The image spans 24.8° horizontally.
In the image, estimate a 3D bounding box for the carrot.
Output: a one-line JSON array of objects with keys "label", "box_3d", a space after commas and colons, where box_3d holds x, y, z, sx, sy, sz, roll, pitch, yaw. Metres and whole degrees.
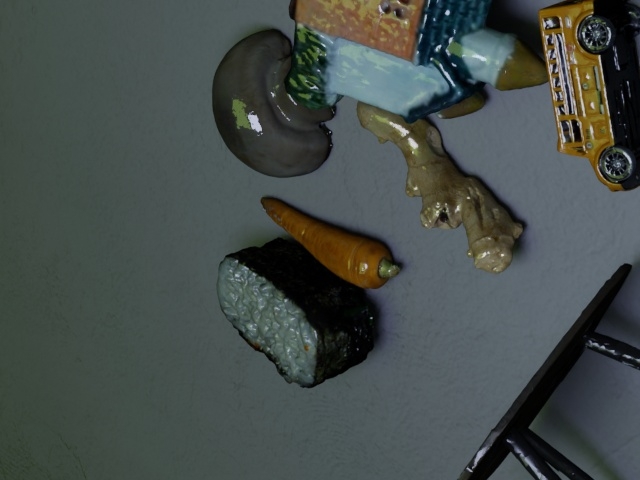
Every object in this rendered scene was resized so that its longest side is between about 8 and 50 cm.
[{"label": "carrot", "box_3d": [0.000, 0.000, 1.835, 0.257, 0.061, 0.061, 27, 125, 40]}]

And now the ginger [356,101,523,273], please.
[{"label": "ginger", "box_3d": [0.125, -0.071, 1.659, 0.089, 0.075, 0.288, -44, 66, 4]}]

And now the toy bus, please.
[{"label": "toy bus", "box_3d": [0.277, -0.146, 1.448, 0.088, 0.083, 0.194, -2, 105, 37]}]

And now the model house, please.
[{"label": "model house", "box_3d": [0.122, -0.226, 1.540, 0.291, 0.184, 0.253, 28, 123, 22]}]

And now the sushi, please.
[{"label": "sushi", "box_3d": [-0.028, 0.084, 1.846, 0.225, 0.127, 0.124, 38, 132, 40]}]

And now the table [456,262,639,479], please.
[{"label": "table", "box_3d": [0.323, 0.219, 1.479, 0.249, 0.317, 0.317, 36, 131, 14]}]

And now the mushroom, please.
[{"label": "mushroom", "box_3d": [-0.071, -0.160, 1.810, 0.141, 0.117, 0.188, -23, 94, 60]}]
